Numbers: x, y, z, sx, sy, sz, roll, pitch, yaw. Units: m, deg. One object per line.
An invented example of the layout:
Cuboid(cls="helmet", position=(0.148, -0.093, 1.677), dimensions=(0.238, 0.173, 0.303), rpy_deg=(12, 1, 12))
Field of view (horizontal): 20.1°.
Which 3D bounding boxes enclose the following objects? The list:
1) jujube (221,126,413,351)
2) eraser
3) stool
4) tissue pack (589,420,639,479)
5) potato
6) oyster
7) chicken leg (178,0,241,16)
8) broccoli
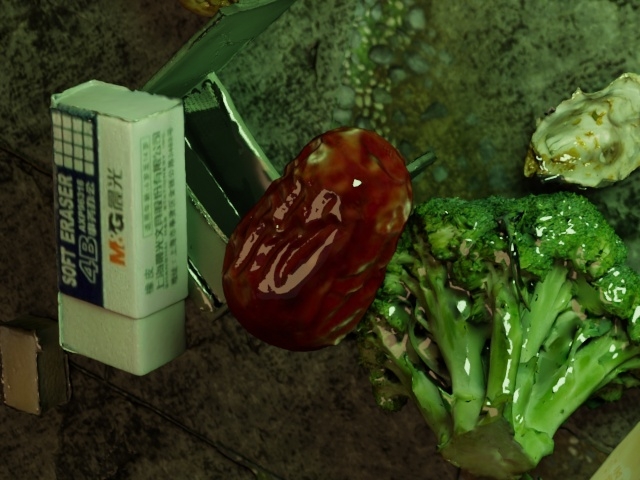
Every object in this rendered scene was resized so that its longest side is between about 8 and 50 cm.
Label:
Cuboid(cls="jujube", position=(0.000, 0.000, 1.724), dimensions=(0.155, 0.155, 0.230), rpy_deg=(45, 124, 13))
Cuboid(cls="eraser", position=(-0.211, -0.014, 1.893), dimensions=(0.130, 0.086, 0.287), rpy_deg=(16, 116, 31))
Cuboid(cls="stool", position=(-0.068, -0.094, 1.926), dimensions=(0.269, 0.170, 0.244), rpy_deg=(-40, 84, 38))
Cuboid(cls="tissue pack", position=(0.416, 0.180, 1.691), dimensions=(0.238, 0.238, 0.305), rpy_deg=(44, 127, 14))
Cuboid(cls="potato", position=(-0.366, 0.157, 2.302), dimensions=(0.086, 0.061, 0.122), rpy_deg=(11, 112, 32))
Cuboid(cls="oyster", position=(0.263, -0.101, 1.763), dimensions=(0.148, 0.051, 0.103), rpy_deg=(-15, 96, 23))
Cuboid(cls="chicken leg", position=(-0.150, -0.300, 1.960), dimensions=(0.251, 0.107, 0.087), rpy_deg=(13, 140, 40))
Cuboid(cls="broccoli", position=(0.188, 0.106, 1.761), dimensions=(0.303, 0.283, 0.321), rpy_deg=(26, 136, -12))
